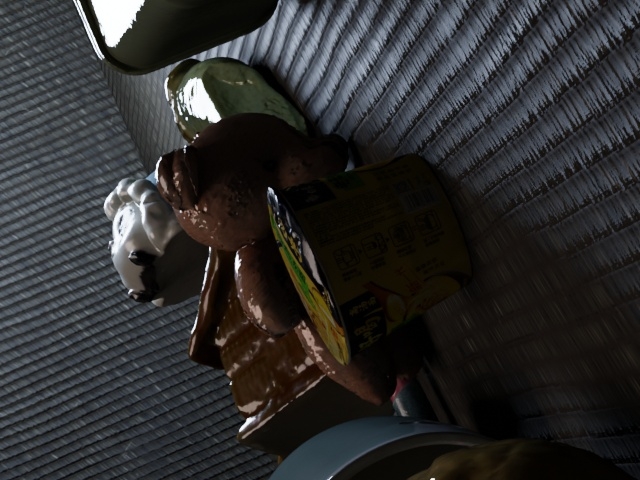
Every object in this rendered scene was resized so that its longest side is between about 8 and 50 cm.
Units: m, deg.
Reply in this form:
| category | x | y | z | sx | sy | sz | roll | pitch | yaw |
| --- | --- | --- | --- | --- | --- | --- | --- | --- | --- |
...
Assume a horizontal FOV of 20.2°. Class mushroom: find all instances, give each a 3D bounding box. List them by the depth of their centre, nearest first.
| category | x | y | z | sx | sy | sz | roll | pitch | yaw |
| --- | --- | --- | --- | --- | --- | --- | --- | --- | --- |
| mushroom | -0.089 | -0.138 | 1.894 | 0.107 | 0.087 | 0.333 | 65 | 168 | -15 |

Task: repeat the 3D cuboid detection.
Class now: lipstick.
| category | x | y | z | sx | sy | sz | roll | pitch | yaw |
| --- | --- | --- | --- | --- | --- | --- | --- | --- | --- |
| lipstick | 0.114 | 0.207 | 1.667 | 0.053 | 0.053 | 0.234 | 92 | 154 | -69 |

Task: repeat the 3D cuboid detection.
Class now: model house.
| category | x | y | z | sx | sy | sz | roll | pitch | yaw |
| --- | --- | --- | --- | --- | --- | --- | --- | --- | --- |
| model house | -0.024 | 0.090 | 1.835 | 0.199 | 0.219 | 0.229 | 15 | -131 | -55 |

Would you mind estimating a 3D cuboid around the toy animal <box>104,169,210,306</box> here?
| category | x | y | z | sx | sy | sz | roll | pitch | yaw |
| --- | --- | --- | --- | --- | --- | --- | --- | --- | --- |
| toy animal | -0.192 | -0.026 | 2.398 | 0.156 | 0.204 | 0.208 | 59 | 160 | 26 |

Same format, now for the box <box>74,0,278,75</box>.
| category | x | y | z | sx | sy | sz | roll | pitch | yaw |
| --- | --- | --- | --- | --- | --- | --- | --- | --- | --- |
| box | -0.141 | -0.335 | 1.451 | 0.344 | 0.177 | 0.352 | 172 | 76 | -77 |

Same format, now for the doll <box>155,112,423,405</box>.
| category | x | y | z | sx | sy | sz | roll | pitch | yaw |
| --- | --- | --- | --- | --- | --- | --- | --- | --- | --- |
| doll | 0.000 | 0.000 | 1.634 | 0.303 | 0.156 | 0.201 | 47 | -150 | 1 |

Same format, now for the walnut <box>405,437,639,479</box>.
| category | x | y | z | sx | sy | sz | roll | pitch | yaw |
| --- | --- | --- | --- | --- | --- | --- | --- | --- | --- |
| walnut | 0.125 | 0.267 | 1.136 | 0.313 | 0.252 | 0.277 | -102 | -11 | -87 |

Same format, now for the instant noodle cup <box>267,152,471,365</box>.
| category | x | y | z | sx | sy | sz | roll | pitch | yaw |
| --- | --- | --- | --- | --- | --- | --- | --- | --- | --- |
| instant noodle cup | 0.040 | 0.008 | 1.392 | 0.151 | 0.122 | 0.151 | 158 | 90 | -83 |

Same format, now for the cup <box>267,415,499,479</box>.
| category | x | y | z | sx | sy | sz | roll | pitch | yaw |
| --- | --- | --- | --- | --- | --- | --- | --- | --- | --- |
| cup | 0.106 | 0.301 | 1.466 | 0.356 | 0.259 | 0.274 | 39 | 175 | -8 |
